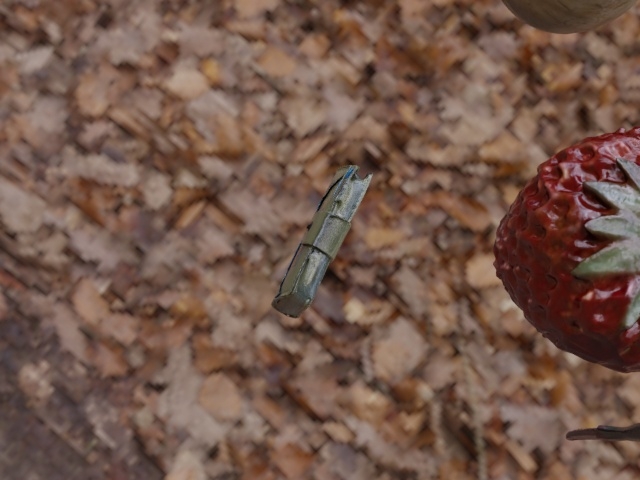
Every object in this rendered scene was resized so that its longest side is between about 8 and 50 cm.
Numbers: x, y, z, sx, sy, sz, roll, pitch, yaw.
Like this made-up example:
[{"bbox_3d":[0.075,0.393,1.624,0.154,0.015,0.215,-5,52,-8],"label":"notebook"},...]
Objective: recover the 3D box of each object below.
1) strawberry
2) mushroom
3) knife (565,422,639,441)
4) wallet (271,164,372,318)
[{"bbox_3d":[0.230,0.007,1.281,0.205,0.244,0.205,1,86,-18],"label":"strawberry"},{"bbox_3d":[0.259,-0.327,1.748,0.195,0.189,0.253,11,19,-27],"label":"mushroom"},{"bbox_3d":[0.267,0.176,1.438,0.035,0.247,0.018,7,79,-13],"label":"knife"},{"bbox_3d":[0.000,0.000,1.611,0.039,0.155,0.110,27,-12,-3],"label":"wallet"}]
